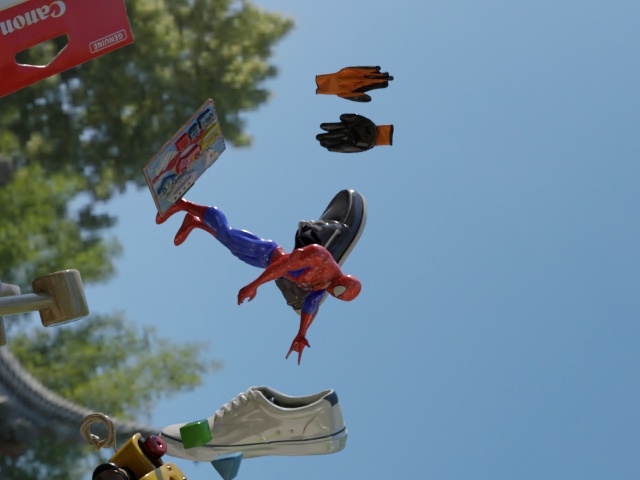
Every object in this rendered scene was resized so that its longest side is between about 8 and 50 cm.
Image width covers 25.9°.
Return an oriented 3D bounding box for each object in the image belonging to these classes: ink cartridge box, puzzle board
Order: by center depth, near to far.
[{"bbox_3d":[-0.163,-0.100,1.697,0.011,0.128,0.096,29,-26,27],"label":"puzzle board"},{"bbox_3d":[-0.379,-0.334,1.834,0.066,0.296,0.261,17,-52,48],"label":"ink cartridge box"}]

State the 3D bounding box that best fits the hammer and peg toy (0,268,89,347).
[{"bbox_3d":[-0.475,0.069,1.628,0.361,0.266,0.127,-15,-100,16],"label":"hammer and peg toy"}]

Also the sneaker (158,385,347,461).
[{"bbox_3d":[-0.093,0.241,1.874,0.094,0.258,0.091,-68,153,-81],"label":"sneaker"}]

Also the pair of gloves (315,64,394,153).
[{"bbox_3d":[0.032,-0.121,1.277,0.074,0.010,0.083,-4,-102,15],"label":"pair of gloves"}]

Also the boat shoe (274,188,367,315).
[{"bbox_3d":[0.000,0.000,1.794,0.075,0.206,0.065,-19,-54,45],"label":"boat shoe"}]

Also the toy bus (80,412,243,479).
[{"bbox_3d":[-0.197,0.299,1.550,0.202,0.104,0.191,1,-86,17],"label":"toy bus"}]

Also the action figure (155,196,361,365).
[{"bbox_3d":[-0.085,0.047,1.678,0.280,0.091,0.139,17,-109,28],"label":"action figure"}]
